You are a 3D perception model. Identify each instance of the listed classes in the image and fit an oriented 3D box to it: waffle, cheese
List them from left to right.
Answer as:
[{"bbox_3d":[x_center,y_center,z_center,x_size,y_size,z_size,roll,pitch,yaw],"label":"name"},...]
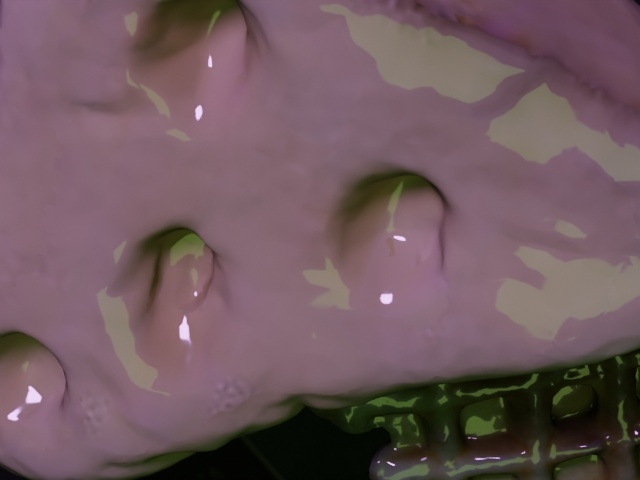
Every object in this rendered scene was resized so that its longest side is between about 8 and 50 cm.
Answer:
[{"bbox_3d":[0.000,0.000,0.788,0.328,0.129,0.351,19,122,1],"label":"cheese"},{"bbox_3d":[0.156,0.033,0.894,0.292,0.056,0.309,28,107,-17],"label":"waffle"}]
